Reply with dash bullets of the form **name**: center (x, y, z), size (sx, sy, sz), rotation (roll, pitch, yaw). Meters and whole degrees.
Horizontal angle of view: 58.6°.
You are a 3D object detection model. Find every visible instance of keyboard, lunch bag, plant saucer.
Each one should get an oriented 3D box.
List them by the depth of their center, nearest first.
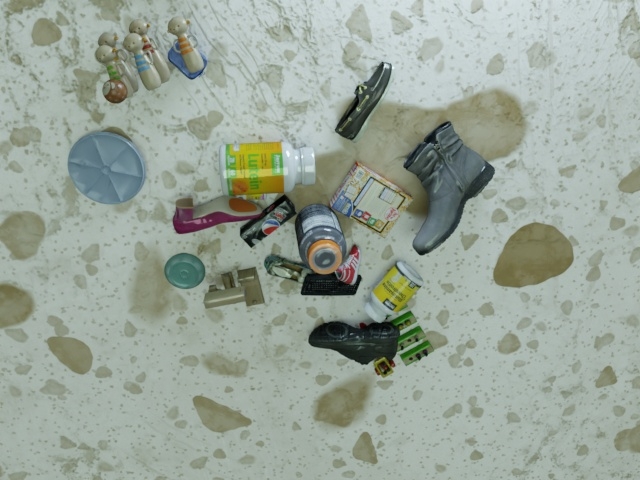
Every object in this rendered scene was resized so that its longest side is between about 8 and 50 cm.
- **lunch bag**: center (-0.328, -0.448, 1.421), size (0.098, 0.065, 0.067), rotation (43, 88, -19)
- **plant saucer**: center (-0.399, 0.095, 1.677), size (0.119, 0.021, 0.119), rotation (-3, 114, -6)
- **keyboard**: center (0.040, 0.129, 1.702), size (0.192, 0.038, 0.100), rotation (2, 116, -28)

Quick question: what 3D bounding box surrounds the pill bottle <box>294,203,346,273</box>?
- **pill bottle**: center (0.000, 0.000, 1.556), size (0.130, 0.246, 0.130), rotation (-2, 114, -5)

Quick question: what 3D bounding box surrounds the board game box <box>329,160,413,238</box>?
- **board game box**: center (0.144, -0.113, 1.632), size (0.193, 0.045, 0.147), rotation (29, 107, -18)

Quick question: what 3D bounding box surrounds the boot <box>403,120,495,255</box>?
- **boot**: center (0.307, -0.146, 1.592), size (0.222, 0.118, 0.338), rotation (37, 84, -17)

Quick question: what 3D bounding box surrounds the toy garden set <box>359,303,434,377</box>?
- **toy garden set**: center (0.230, 0.324, 1.834), size (0.204, 0.049, 0.244), rotation (-30, 114, 7)

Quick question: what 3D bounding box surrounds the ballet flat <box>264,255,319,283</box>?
- **ballet flat**: center (-0.078, 0.099, 1.692), size (0.188, 0.070, 0.070), rotation (15, 111, -13)

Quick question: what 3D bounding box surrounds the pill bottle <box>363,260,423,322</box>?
- **pill bottle**: center (0.217, 0.159, 1.730), size (0.103, 0.103, 0.184), rotation (34, 106, -19)

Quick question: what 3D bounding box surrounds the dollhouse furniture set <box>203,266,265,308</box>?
- **dollhouse furniture set**: center (-0.247, 0.178, 1.661), size (0.144, 0.151, 0.123), rotation (-11, 115, 1)

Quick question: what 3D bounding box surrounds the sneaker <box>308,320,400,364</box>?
- **sneaker**: center (0.103, 0.328, 1.771), size (0.286, 0.109, 0.130), rotation (1, 117, 11)

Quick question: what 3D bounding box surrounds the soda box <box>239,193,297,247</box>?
- **soda box**: center (-0.149, -0.055, 1.617), size (0.169, 0.060, 0.053), rotation (-37, 113, 10)

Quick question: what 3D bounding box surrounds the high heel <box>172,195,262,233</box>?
- **high heel**: center (-0.289, -0.059, 1.603), size (0.244, 0.082, 0.117), rotation (-3, 139, -17)

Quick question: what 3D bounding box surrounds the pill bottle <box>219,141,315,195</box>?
- **pill bottle**: center (-0.140, -0.192, 1.516), size (0.245, 0.136, 0.136), rotation (-4, 114, -5)

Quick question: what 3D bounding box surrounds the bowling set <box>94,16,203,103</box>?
- **bowling set**: center (-0.432, -0.416, 1.307), size (0.287, 0.200, 0.154), rotation (-10, 115, 26)

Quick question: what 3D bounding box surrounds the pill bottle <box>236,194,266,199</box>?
- **pill bottle**: center (-0.191, -0.135, 1.586), size (0.083, 0.043, 0.043), rotation (0, 114, -6)

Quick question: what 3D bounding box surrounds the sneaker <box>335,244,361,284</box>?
- **sneaker**: center (0.080, 0.066, 1.676), size (0.067, 0.042, 0.118), rotation (17, 75, -33)

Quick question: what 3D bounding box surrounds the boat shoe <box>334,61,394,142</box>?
- **boat shoe**: center (0.116, -0.368, 1.496), size (0.068, 0.081, 0.228), rotation (21, 112, -19)

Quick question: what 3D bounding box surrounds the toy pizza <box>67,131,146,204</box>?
- **toy pizza**: center (-0.568, -0.193, 1.525), size (0.201, 0.032, 0.201), rotation (-2, 115, -4)
